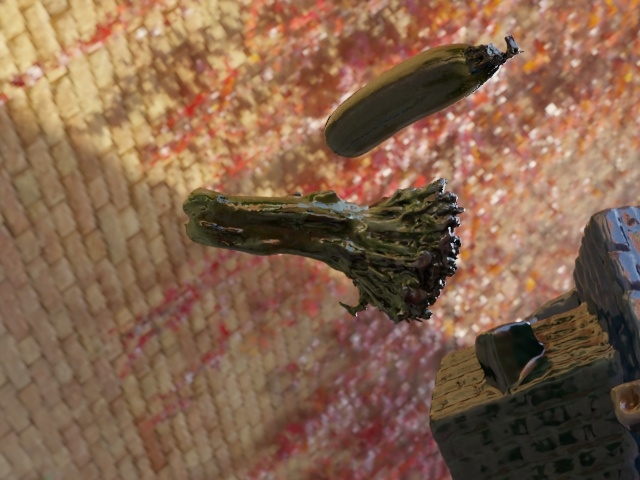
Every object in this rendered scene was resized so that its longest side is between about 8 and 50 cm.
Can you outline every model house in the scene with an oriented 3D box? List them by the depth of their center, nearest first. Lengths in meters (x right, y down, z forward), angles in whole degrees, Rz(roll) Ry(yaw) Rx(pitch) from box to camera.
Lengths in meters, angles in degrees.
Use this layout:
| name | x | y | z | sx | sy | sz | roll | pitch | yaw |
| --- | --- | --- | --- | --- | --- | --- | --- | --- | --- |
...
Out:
| name | x | y | z | sx | sy | sz | roll | pitch | yaw |
| --- | --- | --- | --- | --- | --- | --- | --- | --- | --- |
| model house | 0.376 | 0.159 | 1.466 | 0.446 | 0.400 | 0.394 | -26 | -117 | 30 |

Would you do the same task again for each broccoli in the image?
| name | x | y | z | sx | sy | sz | roll | pitch | yaw |
| --- | --- | --- | --- | --- | --- | --- | --- | --- | --- |
| broccoli | 0.001 | -0.005 | 1.255 | 0.304 | 0.164 | 0.145 | 10 | -5 | -2 |

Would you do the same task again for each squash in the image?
| name | x | y | z | sx | sy | sz | roll | pitch | yaw |
| --- | --- | --- | --- | --- | --- | --- | --- | --- | --- |
| squash | 0.122 | -0.194 | 1.520 | 0.332 | 0.087 | 0.087 | -24 | -76 | 43 |
